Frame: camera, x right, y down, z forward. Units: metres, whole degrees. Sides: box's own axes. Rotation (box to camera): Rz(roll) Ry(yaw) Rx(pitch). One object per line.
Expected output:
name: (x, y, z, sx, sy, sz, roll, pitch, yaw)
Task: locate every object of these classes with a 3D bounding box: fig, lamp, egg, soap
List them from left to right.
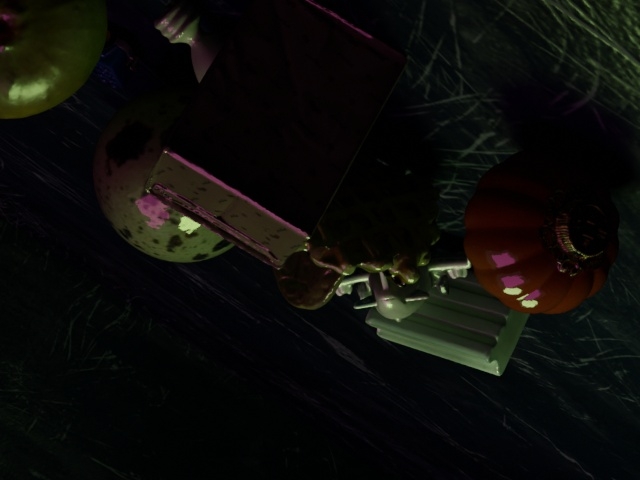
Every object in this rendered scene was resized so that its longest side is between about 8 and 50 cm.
fig: (-0.468, -0.334, 1.730, 0.316, 0.316, 0.316, 25, 162, 9)
egg: (-0.233, -0.103, 1.969, 0.287, 0.287, 0.379, 25, 159, 9)
lamp: (-0.157, -0.270, 1.711, 0.193, 0.106, 0.106, 42, 159, -17)
soap: (0.233, 0.129, 2.136, 0.265, 0.160, 0.087, 15, 159, 34)
lamp: (0.293, -0.011, 1.558, 0.223, 0.223, 0.196, 36, 162, -23)

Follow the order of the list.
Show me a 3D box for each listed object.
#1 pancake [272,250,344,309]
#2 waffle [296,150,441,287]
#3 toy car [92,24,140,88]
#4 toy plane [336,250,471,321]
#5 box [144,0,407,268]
pancake: (0.000, 0.000, 2.037, 0.050, 0.242, 0.242, 9, 178, -39)
waffle: (0.044, -0.058, 1.761, 0.297, 0.317, 0.073, 22, 127, -1)
toy car: (-0.397, -0.312, 1.941, 0.191, 0.100, 0.097, 29, 167, 11)
toy plane: (0.136, 0.059, 2.038, 0.267, 0.267, 0.123, 5, 111, 51)
box: (-0.060, -0.155, 1.565, 0.225, 0.297, 0.190, 31, 159, -7)
